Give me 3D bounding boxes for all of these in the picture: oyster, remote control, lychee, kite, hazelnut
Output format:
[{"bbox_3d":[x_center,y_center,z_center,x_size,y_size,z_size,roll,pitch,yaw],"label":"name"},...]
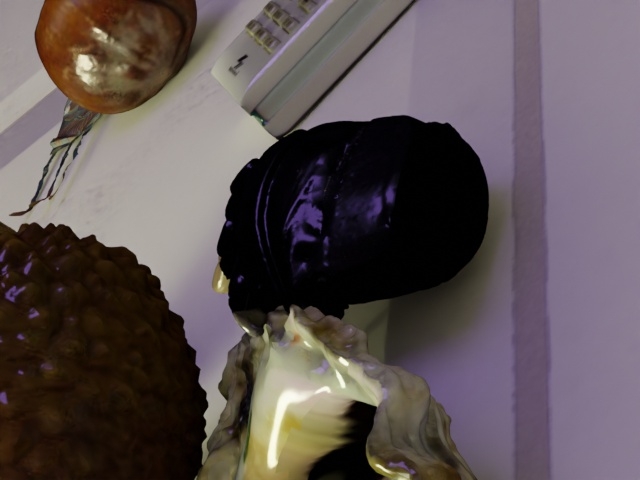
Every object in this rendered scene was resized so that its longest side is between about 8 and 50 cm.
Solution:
[{"bbox_3d":[0.009,0.136,0.749,0.354,0.107,0.201,-107,30,-56],"label":"oyster"},{"bbox_3d":[0.035,-0.202,1.242,0.277,0.055,0.103,-47,25,4],"label":"remote control"},{"bbox_3d":[-0.151,0.101,0.910,0.200,0.238,0.200,-6,51,7],"label":"lychee"},{"bbox_3d":[-0.235,-0.100,1.594,0.127,0.016,0.229,-30,27,41],"label":"kite"},{"bbox_3d":[-0.179,-0.187,1.502,0.154,0.143,0.143,-53,24,7],"label":"hazelnut"}]

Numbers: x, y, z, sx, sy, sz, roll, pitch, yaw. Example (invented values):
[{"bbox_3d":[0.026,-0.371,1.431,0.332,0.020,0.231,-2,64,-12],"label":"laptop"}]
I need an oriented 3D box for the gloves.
[{"bbox_3d":[0.000,0.000,0.946,0.203,0.124,0.164,-16,20,37],"label":"gloves"}]

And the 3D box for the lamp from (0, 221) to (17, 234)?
[{"bbox_3d":[-0.207,0.076,1.075,0.161,0.185,0.161,-40,25,23],"label":"lamp"}]
